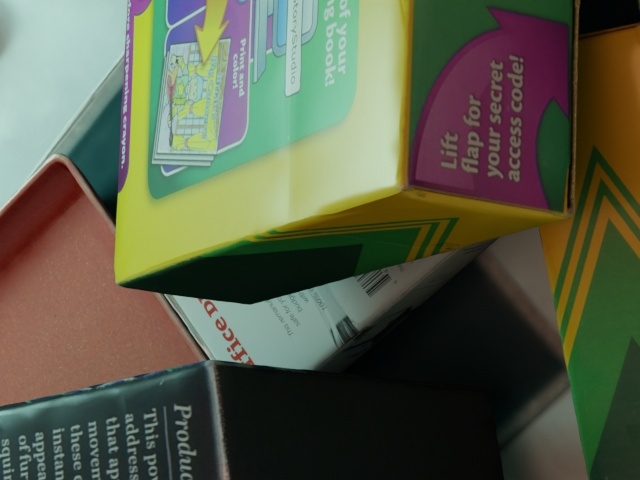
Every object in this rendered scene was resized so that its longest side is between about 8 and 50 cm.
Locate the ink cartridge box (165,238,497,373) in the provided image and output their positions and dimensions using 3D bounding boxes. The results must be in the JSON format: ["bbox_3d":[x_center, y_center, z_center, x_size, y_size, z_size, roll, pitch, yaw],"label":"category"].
[{"bbox_3d":[0.000,0.000,1.069,0.190,0.082,0.140,-43,76,28],"label":"ink cartridge box"}]

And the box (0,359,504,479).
[{"bbox_3d":[-0.124,0.211,0.971,0.395,0.293,0.212,-14,76,30],"label":"box"}]

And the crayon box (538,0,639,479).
[{"bbox_3d":[0.190,-0.006,0.895,0.081,0.202,0.319,-10,91,30],"label":"crayon box"}]

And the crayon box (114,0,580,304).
[{"bbox_3d":[0.006,-0.166,0.896,0.313,0.106,0.363,-16,68,58],"label":"crayon box"}]

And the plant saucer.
[{"bbox_3d":[-0.182,0.111,1.207,0.258,0.047,0.259,-42,78,27],"label":"plant saucer"}]
